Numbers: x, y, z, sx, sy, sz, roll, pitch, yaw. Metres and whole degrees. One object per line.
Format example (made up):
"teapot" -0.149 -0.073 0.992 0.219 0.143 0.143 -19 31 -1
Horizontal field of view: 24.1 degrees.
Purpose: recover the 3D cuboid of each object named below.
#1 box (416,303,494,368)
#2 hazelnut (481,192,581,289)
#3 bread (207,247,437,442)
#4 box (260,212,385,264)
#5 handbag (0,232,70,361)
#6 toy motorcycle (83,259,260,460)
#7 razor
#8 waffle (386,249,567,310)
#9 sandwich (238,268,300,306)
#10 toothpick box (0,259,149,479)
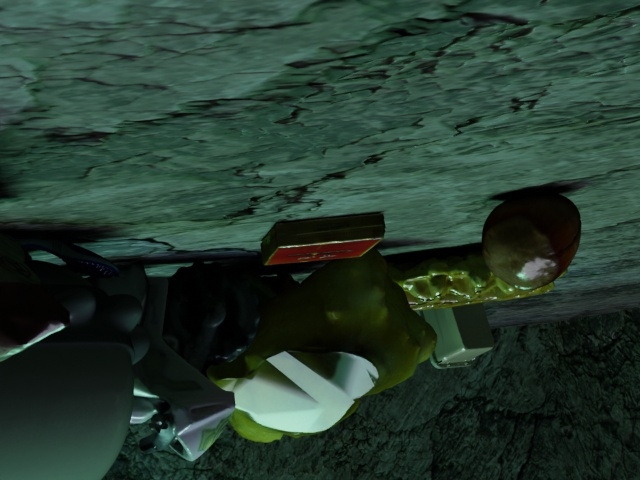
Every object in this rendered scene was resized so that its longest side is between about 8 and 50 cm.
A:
"box" 0.189 0.113 2.102 0.089 0.122 0.062 0 160 -44
"hazelnut" 0.171 -0.002 1.209 0.086 0.086 0.086 -6 174 -1
"bread" -0.007 0.120 1.486 0.233 0.160 0.088 -30 -155 15
"box" 0.000 0.000 1.273 0.090 0.023 0.133 -3 173 -9
"handbag" -0.253 0.028 0.816 0.213 0.127 0.235 -4 -174 -14
"toy motorcycle" -0.212 0.120 1.387 0.327 0.188 0.143 -5 166 -14
"razor" -0.208 0.011 1.097 0.155 0.028 0.044 6 -170 -44
"waffle" 0.128 0.051 1.718 0.282 0.058 0.301 -1 173 -37
"sandwich" -0.048 0.081 1.604 0.185 0.160 0.109 33 117 -22
"toothpick box" -0.270 0.105 1.116 0.229 0.229 0.316 -11 172 38
